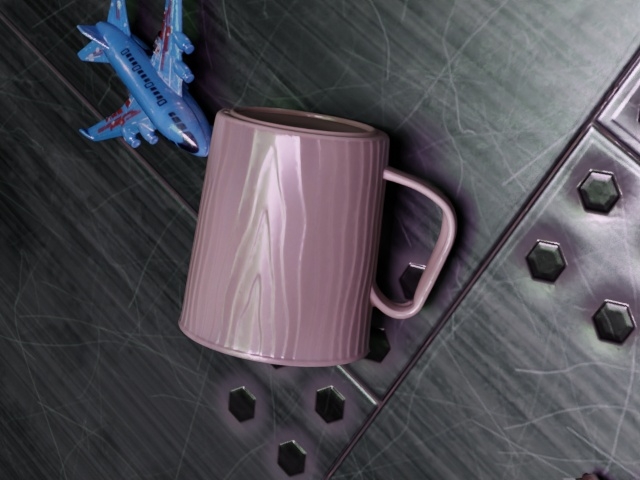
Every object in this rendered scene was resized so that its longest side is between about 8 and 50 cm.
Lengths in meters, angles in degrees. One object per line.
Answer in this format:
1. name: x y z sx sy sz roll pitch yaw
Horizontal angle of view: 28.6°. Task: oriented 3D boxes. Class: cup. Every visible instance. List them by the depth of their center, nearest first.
1. cup: -0.012 0.001 1.426 0.288 0.208 0.273 16 104 33

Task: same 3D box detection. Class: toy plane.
1. toy plane: -0.213 -0.200 1.600 0.271 0.105 0.254 46 120 20

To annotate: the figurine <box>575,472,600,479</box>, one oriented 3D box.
1. figurine: 0.332 0.374 1.272 0.265 0.197 0.175 28 147 26
